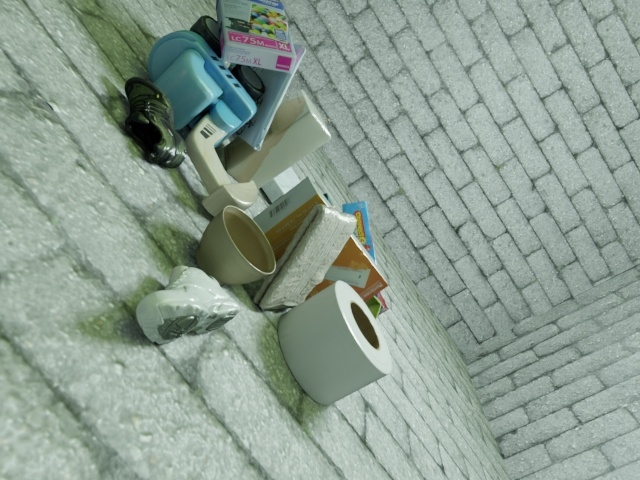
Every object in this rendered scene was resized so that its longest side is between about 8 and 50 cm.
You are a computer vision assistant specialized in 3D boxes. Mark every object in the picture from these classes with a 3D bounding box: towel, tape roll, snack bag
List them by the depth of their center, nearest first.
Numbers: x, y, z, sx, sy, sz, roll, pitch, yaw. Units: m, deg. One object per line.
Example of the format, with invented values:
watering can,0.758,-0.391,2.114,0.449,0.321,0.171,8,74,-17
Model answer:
towel,-0.030,0.048,0.994,0.049,0.282,0.187,38,12,25
tape roll,0.038,0.241,1.014,0.246,0.169,0.246,51,16,-21
snack bag,-0.184,-0.459,1.278,0.037,0.323,0.342,19,13,-41

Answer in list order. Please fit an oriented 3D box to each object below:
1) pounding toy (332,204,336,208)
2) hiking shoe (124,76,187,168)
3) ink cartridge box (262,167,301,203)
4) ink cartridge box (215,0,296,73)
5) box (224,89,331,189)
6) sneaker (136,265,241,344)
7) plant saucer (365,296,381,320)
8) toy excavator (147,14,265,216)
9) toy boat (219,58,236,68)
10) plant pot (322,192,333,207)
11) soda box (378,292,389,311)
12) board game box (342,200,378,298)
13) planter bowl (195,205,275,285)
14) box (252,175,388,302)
pounding toy,0.037,-0.029,1.607,0.154,0.155,0.269,58,14,21
hiking shoe,-0.371,-0.267,0.911,0.227,0.086,0.114,60,11,8
ink cartridge box,-0.187,-0.279,1.584,0.330,0.071,0.324,56,15,7
ink cartridge box,-0.182,-0.584,1.150,0.185,0.065,0.311,2,53,-22
box,-0.136,-0.300,1.300,0.121,0.311,0.148,43,20,-43
sneaker,-0.222,0.092,0.675,0.115,0.090,0.232,54,4,14
plant saucer,0.108,0.239,1.335,0.188,0.045,0.188,48,58,-43
toy excavator,-0.297,-0.309,1.087,0.433,0.222,0.445,50,29,-20
toy boat,-0.397,-0.840,1.972,0.267,0.148,0.318,51,9,-10
plant pot,0.000,0.000,1.436,0.165,0.165,0.234,-99,164,-58
soda box,0.172,0.184,1.727,0.263,0.092,0.083,64,16,22
board game box,0.144,0.063,1.535,0.308,0.086,0.302,77,6,-68
planter bowl,-0.183,0.025,0.863,0.162,0.109,0.162,52,16,-21
box,-0.005,0.034,1.178,0.345,0.215,0.168,50,7,-24
